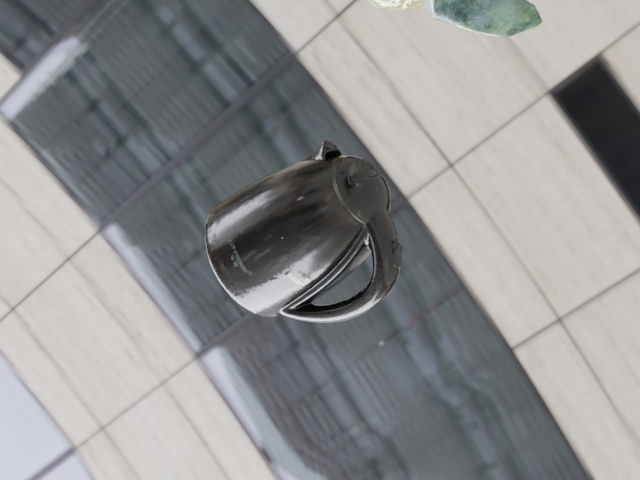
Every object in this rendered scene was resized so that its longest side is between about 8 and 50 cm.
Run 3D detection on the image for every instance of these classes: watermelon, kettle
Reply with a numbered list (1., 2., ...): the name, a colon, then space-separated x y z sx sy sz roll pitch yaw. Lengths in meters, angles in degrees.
1. watermelon: 0.150 -0.267 1.376 0.180 0.081 0.094 38 -163 -3
2. kettle: 0.000 0.000 2.040 0.207 0.290 0.268 -14 -103 -55

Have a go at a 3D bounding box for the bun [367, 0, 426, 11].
1. bun: 0.114 -0.386 1.563 0.220 0.134 0.220 -3 -84 -28
